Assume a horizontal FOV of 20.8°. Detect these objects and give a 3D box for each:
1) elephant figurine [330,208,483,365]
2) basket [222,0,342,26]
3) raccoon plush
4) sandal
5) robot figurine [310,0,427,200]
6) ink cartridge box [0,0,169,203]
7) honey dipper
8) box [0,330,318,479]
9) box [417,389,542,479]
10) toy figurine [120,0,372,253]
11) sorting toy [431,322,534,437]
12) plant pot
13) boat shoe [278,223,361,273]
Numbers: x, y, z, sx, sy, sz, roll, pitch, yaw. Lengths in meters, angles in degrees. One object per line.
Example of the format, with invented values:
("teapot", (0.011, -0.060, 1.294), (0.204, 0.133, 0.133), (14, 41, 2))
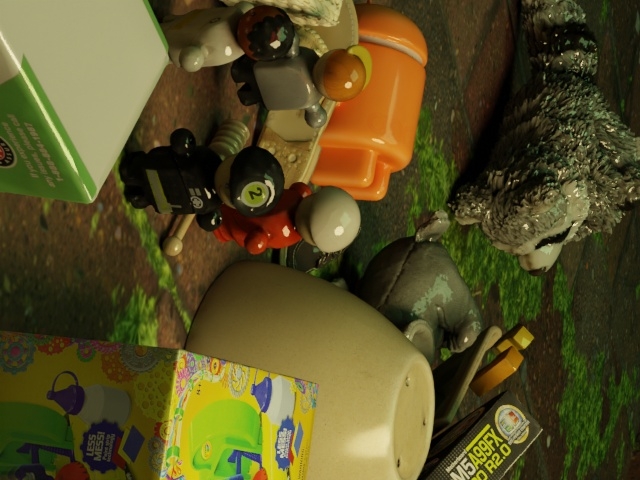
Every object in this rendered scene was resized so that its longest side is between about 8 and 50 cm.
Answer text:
("elephant figurine", (0.064, 0.115, 1.933), (0.239, 0.169, 0.186), (-41, 105, -40))
("basket", (-0.047, -0.266, 1.606), (0.167, 0.113, 0.103), (21, 79, -68))
("raccoon plush", (0.276, -0.167, 2.457), (0.299, 0.216, 0.446), (6, 59, -55))
("sandal", (-0.023, -0.161, 1.717), (0.079, 0.088, 0.240), (38, 64, -72))
("robot figurine", (0.045, -0.154, 1.839), (0.158, 0.128, 0.219), (17, 75, -27))
("ink cartridge box", (-0.248, -0.135, 0.899), (0.201, 0.278, 0.117), (68, 37, -49))
("honey dipper", (-0.109, -0.049, 1.608), (0.030, 0.030, 0.160), (73, 34, -44))
("box", (-0.148, 0.233, 1.366), (0.279, 0.177, 0.289), (23, 73, -66))
("box", (0.087, 0.284, 1.834), (0.060, 0.270, 0.216), (49, 49, 0))
("toy figurine", (-0.053, -0.099, 1.529), (0.213, 0.148, 0.209), (26, 70, -54))
("sorting toy", (0.130, 0.174, 1.990), (0.041, 0.307, 0.229), (46, 36, -3))
("plant pot", (0.002, 0.167, 1.712), (0.284, 0.191, 0.284), (5, 90, -68))
("boat shoe", (0.000, 0.000, 1.859), (0.152, 0.049, 0.056), (-46, 136, -58))
